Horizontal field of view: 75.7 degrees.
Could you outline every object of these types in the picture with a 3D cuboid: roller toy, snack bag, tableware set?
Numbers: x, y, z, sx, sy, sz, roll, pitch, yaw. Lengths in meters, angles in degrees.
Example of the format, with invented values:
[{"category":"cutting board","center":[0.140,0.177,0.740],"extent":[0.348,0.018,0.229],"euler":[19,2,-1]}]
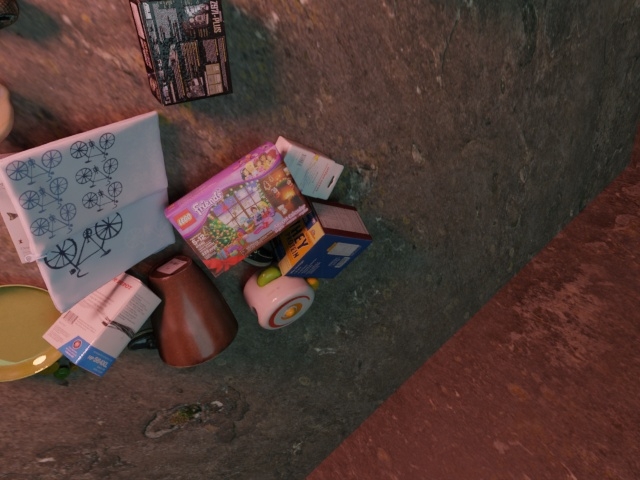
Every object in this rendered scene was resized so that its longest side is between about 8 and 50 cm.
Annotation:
[{"category":"roller toy","center":[-0.120,0.170,1.247],"extent":[0.209,0.146,0.191],"euler":[2,132,-50]},{"category":"snack bag","center":[-0.421,-0.054,0.816],"extent":[0.323,0.037,0.343],"euler":[-46,150,-49]},{"category":"tableware set","center":[-0.656,0.287,1.016],"extent":[0.104,0.024,0.154],"euler":[-35,138,-9]}]

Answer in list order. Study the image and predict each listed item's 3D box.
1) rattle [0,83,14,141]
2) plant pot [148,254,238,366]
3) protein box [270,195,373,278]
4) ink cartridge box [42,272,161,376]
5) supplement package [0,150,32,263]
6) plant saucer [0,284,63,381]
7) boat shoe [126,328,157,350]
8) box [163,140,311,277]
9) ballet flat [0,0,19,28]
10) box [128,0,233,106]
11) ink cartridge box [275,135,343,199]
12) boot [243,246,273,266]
[{"category":"rattle","center":[-0.538,-0.173,0.603],"extent":[0.130,0.142,0.200],"euler":[26,67,-40]},{"category":"plant pot","center":[-0.347,0.162,1.058],"extent":[0.215,0.215,0.231],"euler":[-24,119,-23]},{"category":"protein box","center":[0.000,0.000,1.196],"extent":[0.201,0.136,0.200],"euler":[8,137,-43]},{"category":"ink cartridge box","center":[-0.484,0.173,0.923],"extent":[0.203,0.148,0.086],"euler":[-56,144,-24]},{"category":"supplement package","center":[-0.532,-0.066,0.772],"extent":[0.105,0.105,0.179],"euler":[-17,131,-28]},{"category":"plant saucer","center":[-0.674,0.196,0.895],"extent":[0.241,0.037,0.241],"euler":[-16,121,-29]},{"category":"boat shoe","center":[-0.458,0.278,1.150],"extent":[0.152,0.049,0.056],"euler":[-13,130,-31]},{"category":"box","center":[-0.189,-0.072,0.989],"extent":[0.293,0.057,0.201],"euler":[-36,124,-9]},{"category":"ballet flat","center":[-0.563,-0.329,0.562],"extent":[0.249,0.084,0.058],"euler":[-15,129,-38]},{"category":"box","center":[-0.258,-0.366,0.779],"extent":[0.147,0.077,0.180],"euler":[-22,134,-25]},{"category":"ink cartridge box","center":[-0.043,-0.189,1.107],"extent":[0.198,0.067,0.115],"euler":[12,114,-43]},{"category":"boot","center":[-0.178,-0.033,1.109],"extent":[0.236,0.085,0.179],"euler":[27,100,-49]}]
